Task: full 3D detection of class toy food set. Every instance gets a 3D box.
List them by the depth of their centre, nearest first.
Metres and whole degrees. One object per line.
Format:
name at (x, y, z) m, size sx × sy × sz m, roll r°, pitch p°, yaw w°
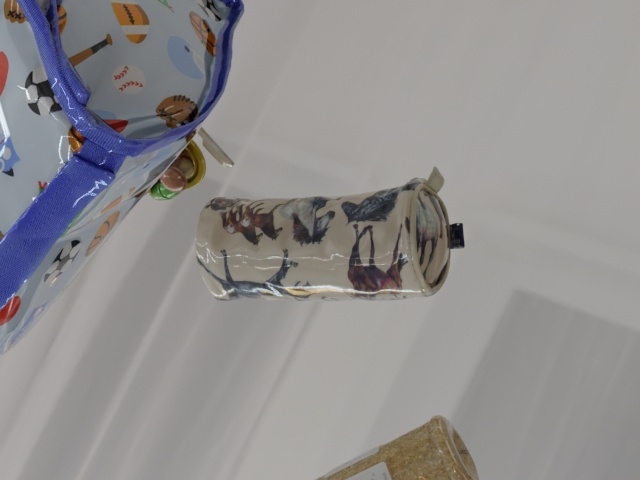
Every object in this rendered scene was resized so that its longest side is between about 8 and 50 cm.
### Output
toy food set at (-0.265, -0.121, 2.280) m, size 0.218 × 0.071 × 0.128 m, roll -20°, pitch 115°, yaw 40°

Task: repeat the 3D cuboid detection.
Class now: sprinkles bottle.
sprinkles bottle at (0.029, 0.356, 1.784) m, size 0.121 × 0.355 × 0.121 m, roll 59°, pitch -169°, yaw -18°

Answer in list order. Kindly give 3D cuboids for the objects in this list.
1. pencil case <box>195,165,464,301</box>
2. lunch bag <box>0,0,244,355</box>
pencil case at (0.000, 0.000, 2.044) m, size 0.410 × 0.183 × 0.160 m, roll -3°, pitch 146°, yaw 31°
lunch bag at (-0.257, -0.094, 1.261) m, size 0.239 × 0.328 × 0.385 m, roll 33°, pitch -150°, yaw -21°
